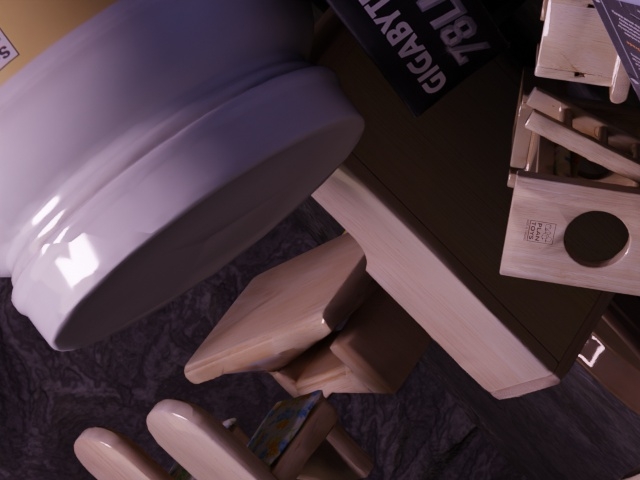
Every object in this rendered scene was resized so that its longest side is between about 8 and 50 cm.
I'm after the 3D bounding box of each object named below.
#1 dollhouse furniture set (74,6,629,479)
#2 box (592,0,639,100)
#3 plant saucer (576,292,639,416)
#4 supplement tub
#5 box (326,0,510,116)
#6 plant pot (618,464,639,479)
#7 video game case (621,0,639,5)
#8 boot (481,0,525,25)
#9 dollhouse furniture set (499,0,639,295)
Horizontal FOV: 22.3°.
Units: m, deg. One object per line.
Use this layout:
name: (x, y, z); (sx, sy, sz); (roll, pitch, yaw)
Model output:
dollhouse furniture set: (0.000, 0.000, 1.178); (0.256, 0.362, 0.394); (46, 148, -13)
box: (0.200, -0.061, 0.625); (0.231, 0.056, 0.183); (42, 174, 44)
plant saucer: (0.234, 0.063, 1.427); (0.278, 0.041, 0.278); (45, 175, 5)
supplement tub: (-0.155, -0.132, 0.871); (0.331, 0.241, 0.241); (53, 176, 8)
box: (-0.048, -0.242, 0.814); (0.293, 0.073, 0.295); (45, -170, -50)
plant pot: (0.346, 0.274, 1.221); (0.274, 0.257, 0.256); (63, 177, 8)
video game case: (0.071, -0.170, 0.457); (0.244, 0.061, 0.269); (21, 159, 35)
boot: (0.069, -0.168, 0.963); (0.099, 0.045, 0.121); (49, 177, -11)
dollhouse furniture set: (0.161, -0.086, 0.860); (0.101, 0.160, 0.182); (9, -150, 4)
